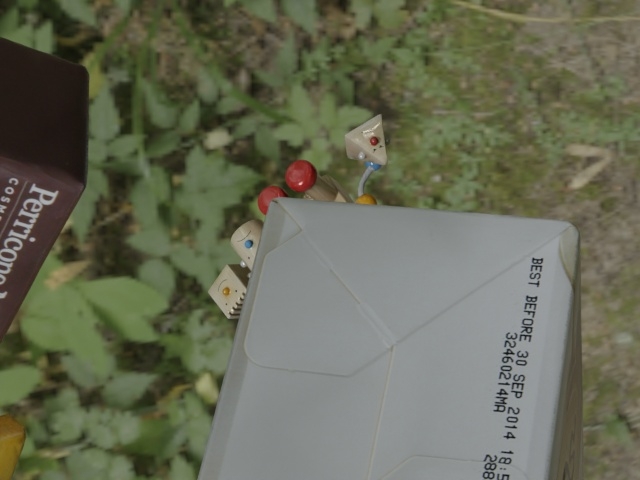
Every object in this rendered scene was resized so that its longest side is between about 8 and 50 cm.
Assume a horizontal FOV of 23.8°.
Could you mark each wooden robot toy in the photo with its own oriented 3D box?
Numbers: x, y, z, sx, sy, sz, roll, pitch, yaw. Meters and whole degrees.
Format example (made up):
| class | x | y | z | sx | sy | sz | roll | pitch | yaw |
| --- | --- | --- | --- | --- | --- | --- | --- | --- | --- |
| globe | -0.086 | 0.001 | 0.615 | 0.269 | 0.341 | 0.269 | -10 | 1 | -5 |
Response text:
| class | x | y | z | sx | sy | sz | roll | pitch | yaw |
| --- | --- | --- | --- | --- | --- | --- | --- | --- | --- |
| wooden robot toy | 0.000 | 0.000 | 1.009 | 0.173 | 0.076 | 0.079 | -44 | 62 | 12 |

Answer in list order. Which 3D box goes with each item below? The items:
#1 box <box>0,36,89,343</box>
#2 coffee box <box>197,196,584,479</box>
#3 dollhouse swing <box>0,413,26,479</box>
| class | x | y | z | sx | sy | sz | roll | pitch | yaw |
| --- | --- | --- | --- | --- | --- | --- | --- | --- | --- |
| box | -0.357 | -0.065 | 0.956 | 0.191 | 0.381 | 0.143 | -57 | 28 | 33 |
| coffee box | 0.040 | 0.136 | 0.616 | 0.119 | 0.297 | 0.168 | 5 | 58 | 13 |
| dollhouse swing | -0.460 | 0.162 | 1.076 | 0.347 | 0.305 | 0.315 | 36 | 108 | 43 |
